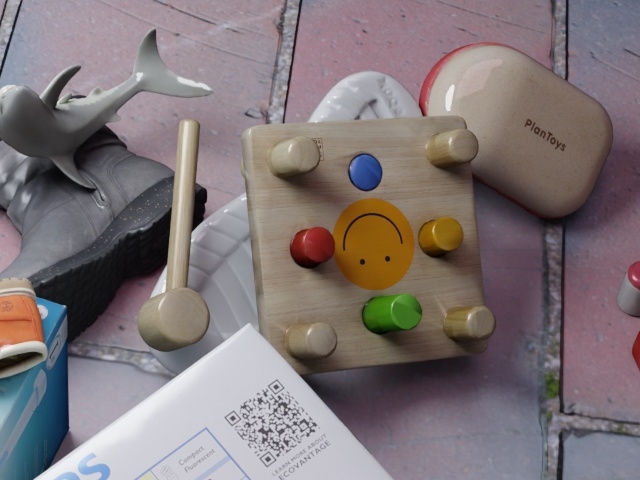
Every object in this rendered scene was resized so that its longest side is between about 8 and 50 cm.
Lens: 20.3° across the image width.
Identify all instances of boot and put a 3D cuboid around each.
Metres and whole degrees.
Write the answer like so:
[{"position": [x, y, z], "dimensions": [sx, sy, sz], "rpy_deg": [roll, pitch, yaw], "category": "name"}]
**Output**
[{"position": [-0.304, -0.014, 1.887], "dimensions": [0.223, 0.118, 0.338], "rpy_deg": [34, 44, 22], "category": "boot"}, {"position": [-0.316, 0.089, 1.552], "dimensions": [0.158, 0.059, 0.084], "rpy_deg": [-14, 60, -19], "category": "boot"}]

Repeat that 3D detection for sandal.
[{"position": [-0.033, -0.006, 1.907], "dimensions": [0.169, 0.102, 0.416], "rpy_deg": [48, 67, -12], "category": "sandal"}]

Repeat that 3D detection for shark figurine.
[{"position": [-0.248, -0.114, 1.879], "dimensions": [0.116, 0.166, 0.278], "rpy_deg": [53, 37, 10], "category": "shark figurine"}]

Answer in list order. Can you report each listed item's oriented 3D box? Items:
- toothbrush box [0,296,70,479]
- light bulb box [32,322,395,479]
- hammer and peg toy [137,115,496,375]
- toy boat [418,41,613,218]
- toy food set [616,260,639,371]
[{"position": [-0.342, 0.211, 1.625], "dimensions": [0.126, 0.216, 0.295], "rpy_deg": [17, 53, 6], "category": "toothbrush box"}, {"position": [-0.080, 0.334, 1.503], "dimensions": [0.358, 0.225, 0.361], "rpy_deg": [-35, 68, -19], "category": "light bulb box"}, {"position": [0.000, 0.000, 1.792], "dimensions": [0.361, 0.127, 0.266], "rpy_deg": [-4, 87, -26], "category": "hammer and peg toy"}, {"position": [0.207, -0.127, 2.024], "dimensions": [0.231, 0.151, 0.151], "rpy_deg": [30, 81, -25], "category": "toy boat"}, {"position": [0.394, 0.084, 1.899], "dimensions": [0.111, 0.104, 0.232], "rpy_deg": [-7, 54, -14], "category": "toy food set"}]
